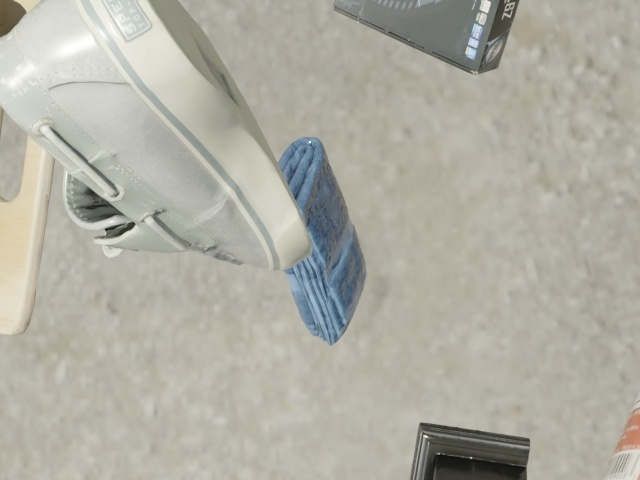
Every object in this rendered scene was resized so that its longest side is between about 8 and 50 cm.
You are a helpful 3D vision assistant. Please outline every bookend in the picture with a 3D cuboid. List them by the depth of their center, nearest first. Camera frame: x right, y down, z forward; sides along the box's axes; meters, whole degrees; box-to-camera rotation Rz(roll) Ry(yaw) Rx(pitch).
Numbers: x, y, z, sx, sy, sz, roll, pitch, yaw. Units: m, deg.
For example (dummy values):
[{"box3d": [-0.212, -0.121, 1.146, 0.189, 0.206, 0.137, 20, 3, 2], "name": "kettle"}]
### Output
[{"box3d": [0.081, 0.219, 1.102, 0.072, 0.157, 0.156, 8, 114, 1], "name": "bookend"}]

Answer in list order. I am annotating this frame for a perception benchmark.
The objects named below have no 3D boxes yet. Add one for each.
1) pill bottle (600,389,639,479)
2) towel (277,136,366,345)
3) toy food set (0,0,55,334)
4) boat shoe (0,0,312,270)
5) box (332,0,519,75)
[{"box3d": [0.268, 0.120, 1.207, 0.121, 0.216, 0.121, 24, 157, 11], "name": "pill bottle"}, {"box3d": [0.000, 0.000, 1.097, 0.029, 0.067, 0.119, 4, 137, 25], "name": "towel"}, {"box3d": [-0.257, -0.051, 0.892, 0.306, 0.092, 0.220, -1, 103, -45], "name": "toy food set"}, {"box3d": [-0.067, -0.036, 0.721, 0.081, 0.079, 0.227, -28, 155, 4], "name": "boat shoe"}, {"box3d": [0.046, -0.112, 0.674, 0.067, 0.018, 0.083, 29, 117, 24], "name": "box"}]
